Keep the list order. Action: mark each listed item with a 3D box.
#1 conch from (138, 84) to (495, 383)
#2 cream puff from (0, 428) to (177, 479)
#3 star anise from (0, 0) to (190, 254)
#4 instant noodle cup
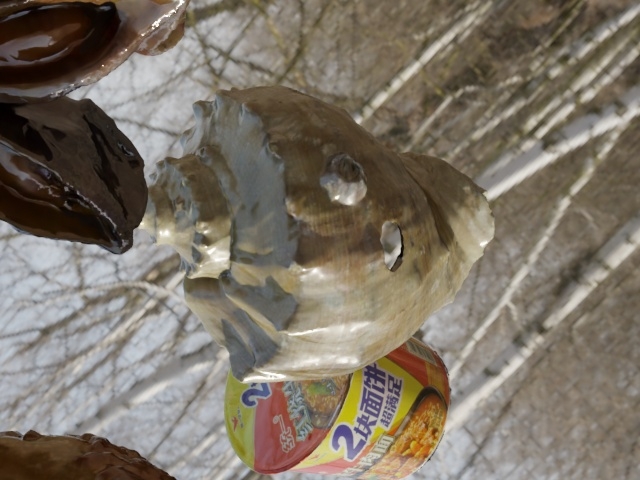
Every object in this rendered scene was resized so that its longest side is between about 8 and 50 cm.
[{"bbox_3d":[-0.001,0.002,0.854,0.324,0.263,0.186,2,-170,-3],"label":"conch"},{"bbox_3d":[-0.166,0.195,0.464,0.303,0.212,0.303,9,-168,-2],"label":"cream puff"},{"bbox_3d":[-0.154,-0.080,0.452,0.214,0.220,0.099,50,-159,-34],"label":"star anise"},{"bbox_3d":[0.027,0.163,1.074,0.174,0.213,0.213,24,-158,-35],"label":"instant noodle cup"}]
